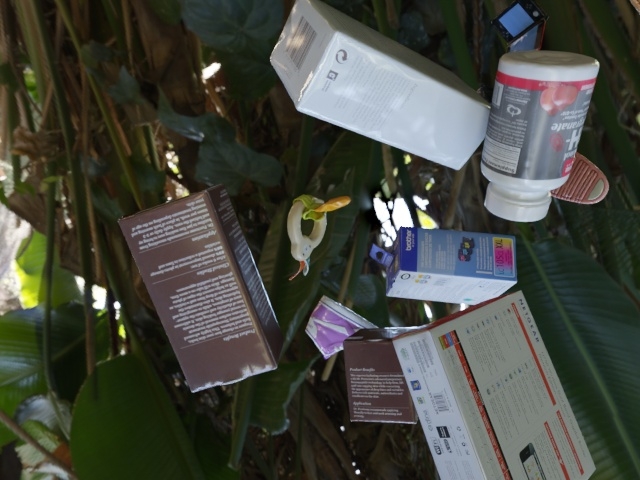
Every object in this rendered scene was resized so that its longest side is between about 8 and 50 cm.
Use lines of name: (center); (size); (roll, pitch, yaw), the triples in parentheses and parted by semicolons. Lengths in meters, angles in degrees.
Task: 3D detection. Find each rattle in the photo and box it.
rattle: (0.000, 0.000, 1.064); (0.142, 0.200, 0.130); (7, 176, 19)

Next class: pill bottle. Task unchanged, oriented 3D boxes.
pill bottle: (0.428, -0.207, 0.953); (0.176, 0.319, 0.176); (-1, -149, 0)

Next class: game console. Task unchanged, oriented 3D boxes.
game console: (0.487, -0.518, 1.174); (0.085, 0.124, 0.144); (-48, -172, -11)

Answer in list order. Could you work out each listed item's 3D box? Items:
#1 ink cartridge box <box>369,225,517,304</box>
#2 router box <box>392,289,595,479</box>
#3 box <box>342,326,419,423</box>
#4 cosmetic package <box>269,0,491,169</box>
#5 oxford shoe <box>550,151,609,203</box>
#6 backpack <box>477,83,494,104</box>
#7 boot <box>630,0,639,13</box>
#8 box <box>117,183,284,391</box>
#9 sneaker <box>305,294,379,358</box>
ink cartridge box: (0.350, 0.081, 1.423); (0.395, 0.151, 0.270); (4, 157, 1)
router box: (0.296, 0.278, 0.773); (0.301, 0.336, 0.082); (-9, 165, -41)
box: (0.167, 0.337, 1.192); (0.168, 0.203, 0.167); (-5, 178, 21)
cosmetic package: (0.143, -0.329, 1.010); (0.453, 0.161, 0.230); (12, -143, -32)
oxford shoe: (0.710, -0.220, 1.432); (0.146, 0.140, 0.397); (12, -156, -37)
backpack: (0.603, -0.442, 1.609); (0.173, 0.117, 0.158); (4, 156, -7)
boot: (0.554, -0.459, 0.698); (0.109, 0.283, 0.220); (-20, -169, 14)
box: (-0.228, 0.094, 0.958); (0.191, 0.381, 0.143); (-17, -170, 7)
sneaker: (0.085, 0.297, 1.395); (0.161, 0.282, 0.102); (-60, -171, -6)
